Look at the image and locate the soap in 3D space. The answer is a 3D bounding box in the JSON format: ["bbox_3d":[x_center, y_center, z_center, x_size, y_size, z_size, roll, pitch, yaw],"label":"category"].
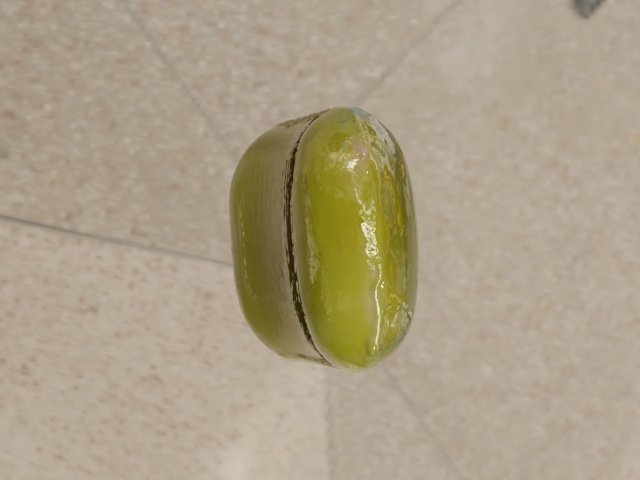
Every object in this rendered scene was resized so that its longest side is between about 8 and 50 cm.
[{"bbox_3d":[0.001,0.000,0.615,0.045,0.140,0.089,-1,90,-16],"label":"soap"}]
